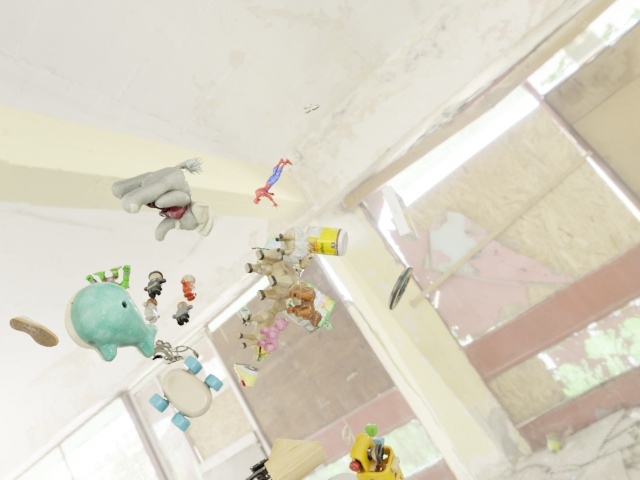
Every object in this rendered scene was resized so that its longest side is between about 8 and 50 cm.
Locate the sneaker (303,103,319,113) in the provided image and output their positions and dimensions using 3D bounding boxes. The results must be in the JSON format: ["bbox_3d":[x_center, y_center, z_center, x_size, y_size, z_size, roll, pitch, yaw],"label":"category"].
[{"bbox_3d":[-0.044,-0.613,2.014,0.083,0.036,0.032,-14,0,29],"label":"sneaker"}]

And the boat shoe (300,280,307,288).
[{"bbox_3d":[-0.101,0.180,1.650,0.135,0.050,0.045,-10,1,-35],"label":"boat shoe"}]

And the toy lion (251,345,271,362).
[{"bbox_3d":[-0.202,0.382,1.569,0.034,0.100,0.096,35,-75,-28],"label":"toy lion"}]

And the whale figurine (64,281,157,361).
[{"bbox_3d":[-0.531,0.217,1.175,0.141,0.216,0.272,-26,-46,20],"label":"whale figurine"}]

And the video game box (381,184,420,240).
[{"bbox_3d":[0.319,-0.100,1.730,0.048,0.205,0.187,-24,-18,17],"label":"video game box"}]

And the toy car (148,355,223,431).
[{"bbox_3d":[-0.526,0.610,1.740,0.219,0.210,0.238,-49,-4,-26],"label":"toy car"}]

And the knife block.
[{"bbox_3d":[-0.132,0.870,1.626,0.276,0.088,0.242,-6,35,21],"label":"knife block"}]

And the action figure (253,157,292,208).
[{"bbox_3d":[-0.230,-0.272,2.237,0.280,0.139,0.091,-52,33,-16],"label":"action figure"}]

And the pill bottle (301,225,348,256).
[{"bbox_3d":[0.000,0.000,1.830,0.215,0.117,0.117,6,-4,17],"label":"pill bottle"}]

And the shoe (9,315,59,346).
[{"bbox_3d":[-1.148,0.362,1.780,0.076,0.219,0.058,-66,-6,10],"label":"shoe"}]

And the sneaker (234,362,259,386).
[{"bbox_3d":[-0.348,0.612,1.995,0.082,0.094,0.208,12,-9,-24],"label":"sneaker"}]

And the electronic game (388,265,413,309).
[{"bbox_3d":[0.382,0.227,2.076,0.229,0.048,0.229,-51,-24,-33],"label":"electronic game"}]

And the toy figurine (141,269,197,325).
[{"bbox_3d":[-0.635,0.241,1.846,0.213,0.148,0.209,6,-62,-23],"label":"toy figurine"}]

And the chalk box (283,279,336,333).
[{"bbox_3d":[-0.031,0.286,1.789,0.132,0.213,0.132,-55,5,-30],"label":"chalk box"}]

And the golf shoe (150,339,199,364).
[{"bbox_3d":[-0.606,0.482,1.823,0.077,0.198,0.093,94,-171,-46],"label":"golf shoe"}]

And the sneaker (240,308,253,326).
[{"bbox_3d":[-0.336,0.352,1.969,0.038,0.098,0.069,-2,-74,-30],"label":"sneaker"}]

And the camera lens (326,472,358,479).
[{"bbox_3d":[0.054,0.923,1.436,0.219,0.219,0.274,-19,-39,-45],"label":"camera lens"}]

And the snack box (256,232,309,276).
[{"bbox_3d":[-0.168,0.081,2.015,0.070,0.207,0.174,107,-175,-54],"label":"snack box"}]

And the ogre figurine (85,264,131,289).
[{"bbox_3d":[-0.999,0.194,2.091,0.197,0.118,0.097,-18,8,-33],"label":"ogre figurine"}]

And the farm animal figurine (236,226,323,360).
[{"bbox_3d":[-0.110,0.161,1.309,0.172,0.326,0.330,4,-26,-45],"label":"farm animal figurine"}]

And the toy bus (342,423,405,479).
[{"bbox_3d":[0.147,0.564,1.100,0.105,0.190,0.202,-12,-24,27],"label":"toy bus"}]

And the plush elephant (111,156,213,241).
[{"bbox_3d":[-0.527,-0.120,1.550,0.330,0.272,0.255,-32,-57,-29],"label":"plush elephant"}]
